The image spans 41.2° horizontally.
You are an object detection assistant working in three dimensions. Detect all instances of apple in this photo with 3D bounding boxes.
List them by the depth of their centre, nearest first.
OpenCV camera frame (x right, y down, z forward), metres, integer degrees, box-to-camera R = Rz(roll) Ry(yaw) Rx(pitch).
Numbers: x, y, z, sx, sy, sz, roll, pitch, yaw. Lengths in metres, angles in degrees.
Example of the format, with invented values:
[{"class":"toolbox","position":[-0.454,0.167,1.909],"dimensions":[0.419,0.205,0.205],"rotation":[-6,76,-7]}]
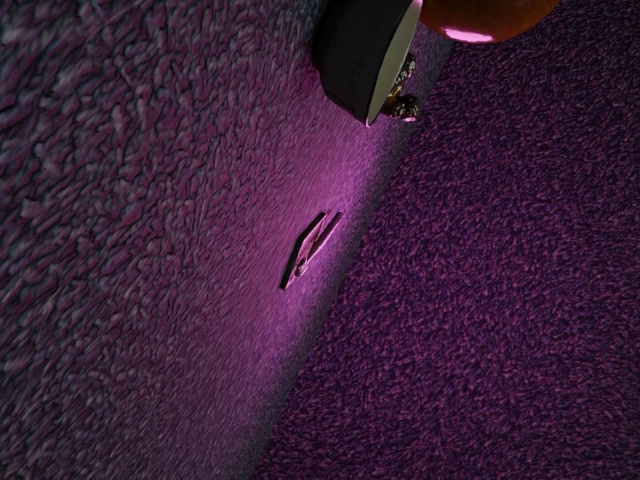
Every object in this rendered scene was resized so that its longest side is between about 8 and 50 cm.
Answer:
[{"class":"apple","position":[0.284,-0.520,1.482],"dimensions":[0.339,0.339,0.339],"rotation":[25,90,-82]}]

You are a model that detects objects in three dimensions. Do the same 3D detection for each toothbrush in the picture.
[{"class":"toothbrush","position":[0.000,0.000,2.216],"dimensions":[0.354,0.024,0.029],"rotation":[-53,159,-57]}]

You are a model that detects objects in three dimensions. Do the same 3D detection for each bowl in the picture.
[{"class":"bowl","position":[0.071,-0.321,1.417],"dimensions":[0.238,0.126,0.238],"rotation":[-62,172,-16]}]

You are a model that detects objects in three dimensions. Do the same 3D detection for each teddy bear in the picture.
[{"class":"teddy bear","position":[0.139,-0.352,1.839],"dimensions":[0.190,0.140,0.177],"rotation":[55,34,-72]}]

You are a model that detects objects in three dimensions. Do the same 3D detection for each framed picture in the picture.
[{"class":"framed picture","position":[-0.042,0.024,2.149],"dimensions":[0.203,0.015,0.150],"rotation":[-52,165,-62]}]
